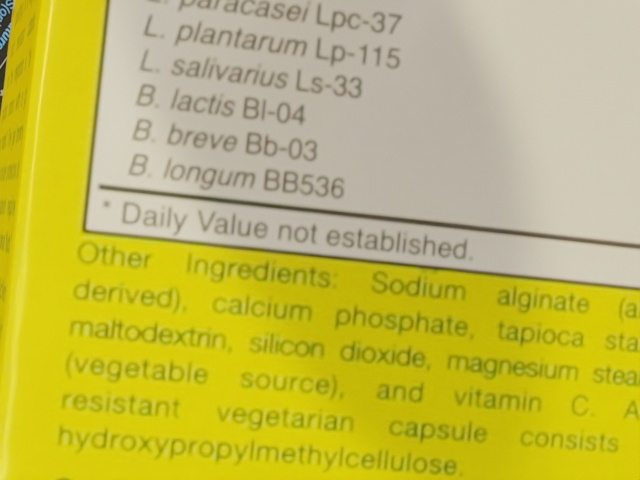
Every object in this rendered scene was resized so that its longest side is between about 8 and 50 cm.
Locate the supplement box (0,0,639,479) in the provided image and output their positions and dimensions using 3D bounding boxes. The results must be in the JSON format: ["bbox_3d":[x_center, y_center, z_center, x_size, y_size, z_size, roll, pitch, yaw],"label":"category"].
[{"bbox_3d":[0.000,0.000,0.499,0.195,0.194,0.357,-175,92,-76],"label":"supplement box"}]

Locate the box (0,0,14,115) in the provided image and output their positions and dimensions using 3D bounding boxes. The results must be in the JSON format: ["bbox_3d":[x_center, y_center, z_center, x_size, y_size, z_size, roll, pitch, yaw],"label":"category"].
[{"bbox_3d":[-0.163,0.014,0.656,0.293,0.073,0.296,37,-104,-22],"label":"box"}]
